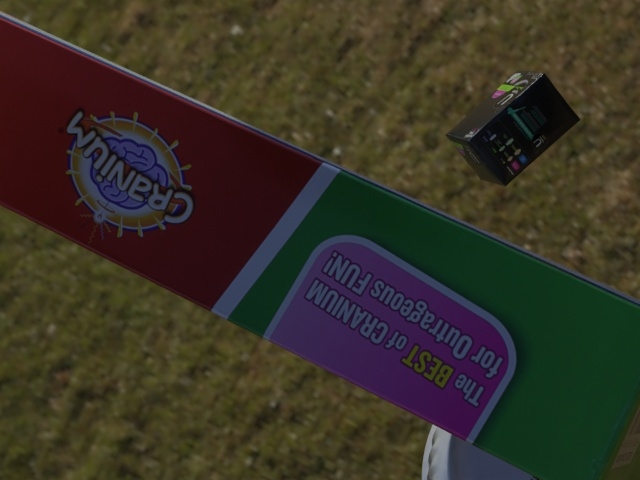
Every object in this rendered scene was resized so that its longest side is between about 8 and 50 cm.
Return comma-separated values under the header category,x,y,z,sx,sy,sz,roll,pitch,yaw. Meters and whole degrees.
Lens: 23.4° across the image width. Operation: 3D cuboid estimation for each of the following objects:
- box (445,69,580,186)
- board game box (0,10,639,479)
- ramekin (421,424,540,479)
category,x,y,z,sx,sy,sz,roll,pitch,yaw
box,0.154,-0.091,1.251,0.083,0.052,0.062,-42,15,-4
board game box,0.000,0.000,0.634,0.317,0.242,0.064,25,93,20
ramekin,0.167,0.154,1.022,0.207,0.109,0.207,-2,74,7
